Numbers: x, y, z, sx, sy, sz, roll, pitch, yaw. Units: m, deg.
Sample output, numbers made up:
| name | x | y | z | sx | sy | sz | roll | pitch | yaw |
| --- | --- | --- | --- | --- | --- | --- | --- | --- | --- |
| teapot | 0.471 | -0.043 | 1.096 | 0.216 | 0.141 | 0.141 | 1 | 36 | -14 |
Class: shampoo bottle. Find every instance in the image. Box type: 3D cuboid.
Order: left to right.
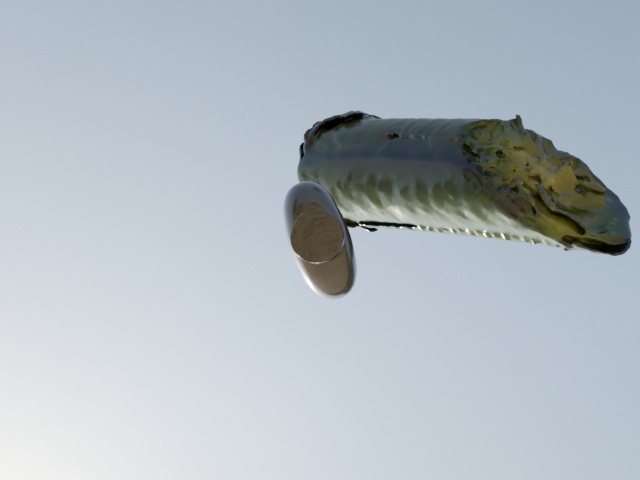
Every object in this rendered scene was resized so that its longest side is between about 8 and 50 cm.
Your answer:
| name | x | y | z | sx | sy | sz | roll | pitch | yaw |
| --- | --- | --- | --- | --- | --- | --- | --- | --- | --- |
| shampoo bottle | 0.000 | 0.000 | 0.654 | 0.040 | 0.165 | 0.080 | -18 | -93 | 0 |

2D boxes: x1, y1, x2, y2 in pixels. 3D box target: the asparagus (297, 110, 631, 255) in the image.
| name | x | y | z | sx | sy | sz | roll | pitch | yaw |
| --- | --- | --- | --- | --- | --- | --- | --- | --- | --- |
| asparagus | 0.130 | -0.062 | 0.975 | 0.108 | 0.382 | 0.128 | 9 | -90 | -40 |
